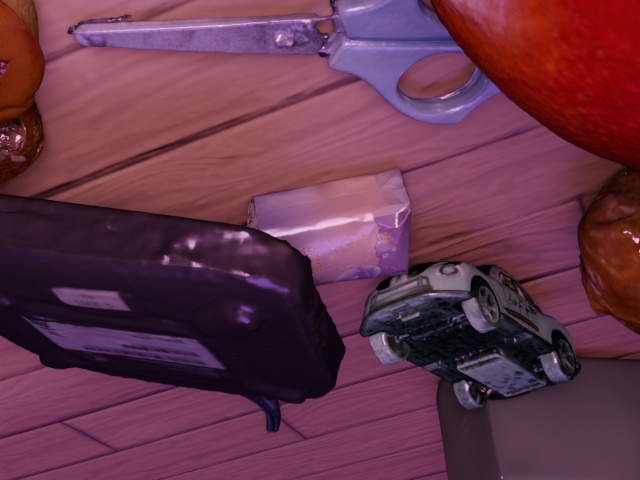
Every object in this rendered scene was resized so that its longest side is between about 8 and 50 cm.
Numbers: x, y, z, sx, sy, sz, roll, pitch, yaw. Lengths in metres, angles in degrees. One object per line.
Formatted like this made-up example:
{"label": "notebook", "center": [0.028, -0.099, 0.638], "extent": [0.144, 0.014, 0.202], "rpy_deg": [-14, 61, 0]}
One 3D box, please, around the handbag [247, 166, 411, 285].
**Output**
{"label": "handbag", "center": [0.000, 0.000, 0.932], "extent": [0.173, 0.095, 0.117], "rpy_deg": [-9, 143, -3]}

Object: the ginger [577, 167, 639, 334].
{"label": "ginger", "center": [0.413, 0.052, 1.021], "extent": [0.418, 0.176, 0.254], "rpy_deg": [7, 139, -30]}

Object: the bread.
{"label": "bread", "center": [-0.253, -0.140, 0.667], "extent": [0.125, 0.086, 0.156], "rpy_deg": [-9, 148, 0]}

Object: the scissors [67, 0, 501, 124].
{"label": "scissors", "center": [-0.008, -0.160, 0.743], "extent": [0.360, 0.029, 0.191], "rpy_deg": [-1, 143, -7]}

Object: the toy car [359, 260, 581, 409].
{"label": "toy car", "center": [0.166, 0.090, 1.073], "extent": [0.136, 0.125, 0.306], "rpy_deg": [-24, 141, 31]}

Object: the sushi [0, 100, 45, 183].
{"label": "sushi", "center": [-0.272, -0.080, 0.794], "extent": [0.120, 0.052, 0.055], "rpy_deg": [-19, 161, 23]}

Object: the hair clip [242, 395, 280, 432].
{"label": "hair clip", "center": [-0.088, 0.204, 1.274], "extent": [0.083, 0.048, 0.275], "rpy_deg": [-18, 147, 9]}

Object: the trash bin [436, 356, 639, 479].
{"label": "trash bin", "center": [0.347, 0.269, 1.309], "extent": [0.343, 0.223, 0.158], "rpy_deg": [10, 144, -20]}

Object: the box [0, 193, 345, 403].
{"label": "box", "center": [-0.165, 0.056, 0.872], "extent": [0.359, 0.091, 0.350], "rpy_deg": [6, 160, 11]}

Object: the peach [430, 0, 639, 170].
{"label": "peach", "center": [0.247, -0.188, 0.462], "extent": [0.406, 0.310, 0.335], "rpy_deg": [-15, 156, -9]}
